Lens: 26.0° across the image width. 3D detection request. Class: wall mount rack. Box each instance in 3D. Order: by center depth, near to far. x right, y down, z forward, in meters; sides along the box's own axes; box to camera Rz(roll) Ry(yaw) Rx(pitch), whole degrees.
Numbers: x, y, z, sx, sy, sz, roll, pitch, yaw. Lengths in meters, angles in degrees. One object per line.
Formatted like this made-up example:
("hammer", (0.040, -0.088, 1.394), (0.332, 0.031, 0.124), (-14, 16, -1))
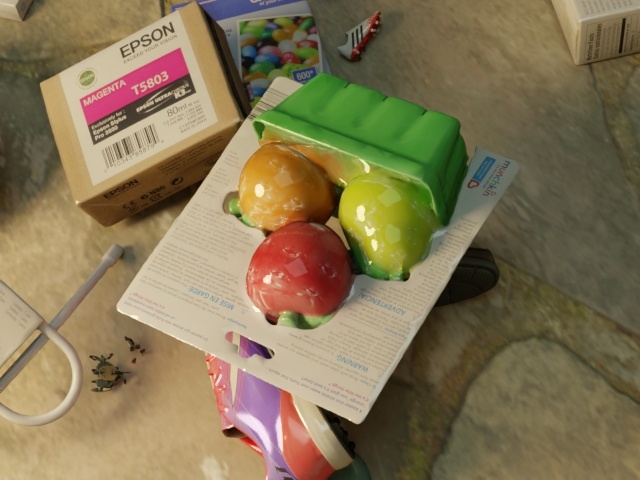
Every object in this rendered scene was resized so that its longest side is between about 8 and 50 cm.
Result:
("wall mount rack", (-0.395, 0.043, 1.600), (0.350, 0.130, 0.304), (44, 72, -10))

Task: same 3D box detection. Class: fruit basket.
("fruit basket", (0.000, 0.000, 1.525), (0.327, 0.165, 0.353), (21, 71, 26))

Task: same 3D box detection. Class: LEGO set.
("LEGO set", (-0.242, 0.151, 1.629), (0.083, 0.023, 0.054), (-27, 67, -26))

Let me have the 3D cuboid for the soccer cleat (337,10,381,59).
("soccer cleat", (0.053, -0.276, 1.841), (0.036, 0.029, 0.083), (25, 70, 15))

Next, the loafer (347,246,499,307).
("loafer", (0.072, 0.029, 1.623), (0.268, 0.096, 0.084), (-8, 53, 4))

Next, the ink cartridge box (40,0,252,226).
("ink cartridge box", (-0.209, -0.155, 1.711), (0.235, 0.088, 0.193), (-27, 64, 10))

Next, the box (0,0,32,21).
("box", (-0.454, -0.404, 1.972), (0.145, 0.038, 0.186), (14, 63, 15))

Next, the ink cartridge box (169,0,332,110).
("ink cartridge box", (-0.086, -0.227, 1.812), (0.186, 0.065, 0.311), (-15, 57, -3))

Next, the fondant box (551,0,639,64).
("fondant box", (0.461, -0.381, 1.817), (0.330, 0.096, 0.238), (-12, 59, -2))

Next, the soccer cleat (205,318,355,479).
("soccer cleat", (-0.085, 0.152, 1.552), (0.116, 0.108, 0.318), (-36, 55, -2))

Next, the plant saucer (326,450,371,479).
("plant saucer", (-0.003, 0.271, 1.527), (0.119, 0.021, 0.119), (-3, 59, 5))
